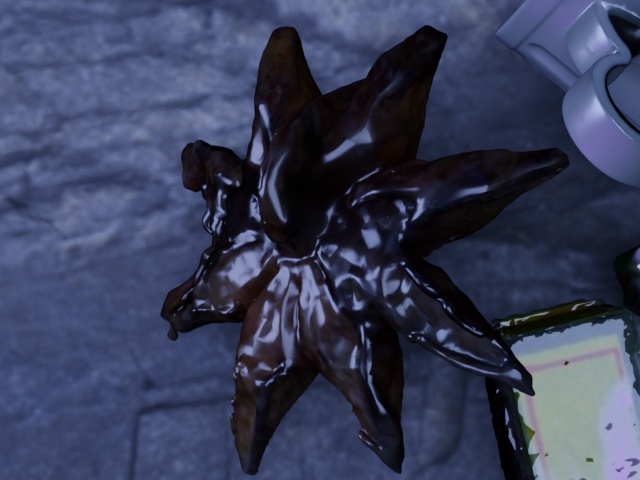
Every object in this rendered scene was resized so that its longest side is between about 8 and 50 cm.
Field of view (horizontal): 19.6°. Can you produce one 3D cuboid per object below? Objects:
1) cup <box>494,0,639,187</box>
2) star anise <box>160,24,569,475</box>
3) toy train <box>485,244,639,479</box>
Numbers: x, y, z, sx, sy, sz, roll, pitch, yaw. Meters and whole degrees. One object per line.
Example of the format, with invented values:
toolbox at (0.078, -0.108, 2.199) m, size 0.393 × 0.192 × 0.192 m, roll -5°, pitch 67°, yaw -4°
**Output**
cup at (0.203, -0.090, 0.984) m, size 0.202 × 0.167 × 0.221 m, roll 42°, pitch 73°, yaw -1°
star anise at (0.000, 0.000, 0.979) m, size 0.272 × 0.102 × 0.272 m, roll -7°, pitch 78°, yaw 34°
toy train at (0.188, 0.126, 1.005) m, size 0.177 × 0.134 × 0.261 m, roll -13°, pitch 89°, yaw 3°
